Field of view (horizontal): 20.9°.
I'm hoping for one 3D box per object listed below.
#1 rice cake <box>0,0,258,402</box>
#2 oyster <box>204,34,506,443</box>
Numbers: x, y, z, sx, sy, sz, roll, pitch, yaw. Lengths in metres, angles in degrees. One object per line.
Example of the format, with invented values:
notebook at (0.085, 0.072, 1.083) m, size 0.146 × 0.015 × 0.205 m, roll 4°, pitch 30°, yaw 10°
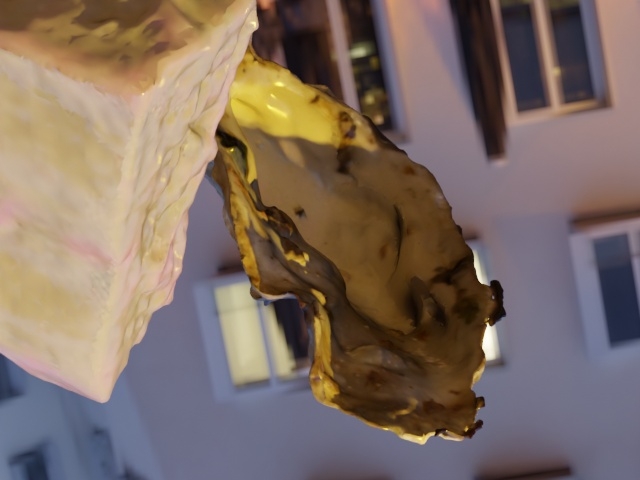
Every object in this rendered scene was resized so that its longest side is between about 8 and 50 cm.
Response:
rice cake at (-0.160, -0.054, 0.407) m, size 0.298 × 0.106 × 0.050 m, roll 21°, pitch -135°, yaw 14°
oyster at (-0.007, 0.001, 0.897) m, size 0.166 × 0.094 × 0.294 m, roll 20°, pitch -146°, yaw -32°
